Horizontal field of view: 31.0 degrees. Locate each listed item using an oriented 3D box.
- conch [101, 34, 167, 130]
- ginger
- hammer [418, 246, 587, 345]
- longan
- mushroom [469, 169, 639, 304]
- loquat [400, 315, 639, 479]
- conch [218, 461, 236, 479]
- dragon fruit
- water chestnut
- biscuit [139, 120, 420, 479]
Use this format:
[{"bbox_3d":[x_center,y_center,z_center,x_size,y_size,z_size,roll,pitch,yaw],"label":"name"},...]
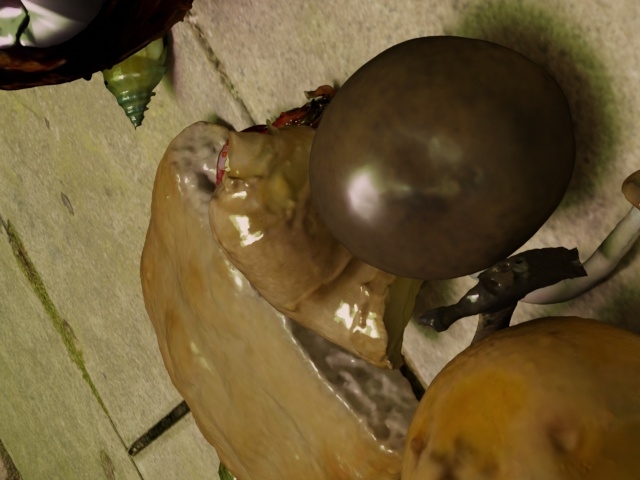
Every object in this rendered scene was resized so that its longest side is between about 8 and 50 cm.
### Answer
[{"bbox_3d":[-0.206,-0.222,1.238,0.094,0.079,0.201,9,114,35],"label":"conch"},{"bbox_3d":[0.000,0.000,0.994,0.267,0.138,0.152,45,161,-21],"label":"ginger"},{"bbox_3d":[0.124,0.075,0.863,0.297,0.125,0.027,84,161,-69],"label":"hammer"},{"bbox_3d":[0.084,-0.057,0.796,0.187,0.167,0.167,-14,101,42],"label":"longan"},{"bbox_3d":[0.165,0.012,0.847,0.306,0.043,0.068,149,113,-63],"label":"mushroom"},{"bbox_3d":[0.168,0.160,0.780,0.244,0.244,0.244,39,143,37],"label":"loquat"},{"bbox_3d":[-0.090,0.288,1.484,0.089,0.074,0.121,-11,86,29],"label":"conch"},{"bbox_3d":[-0.044,-0.084,1.067,0.094,0.094,0.190,52,141,21],"label":"dragon fruit"},{"bbox_3d":[-0.252,-0.287,1.030,0.347,0.335,0.335,-57,-58,-85],"label":"water chestnut"},{"bbox_3d":[-0.085,0.123,1.278,0.429,0.104,0.446,56,150,13],"label":"biscuit"}]
